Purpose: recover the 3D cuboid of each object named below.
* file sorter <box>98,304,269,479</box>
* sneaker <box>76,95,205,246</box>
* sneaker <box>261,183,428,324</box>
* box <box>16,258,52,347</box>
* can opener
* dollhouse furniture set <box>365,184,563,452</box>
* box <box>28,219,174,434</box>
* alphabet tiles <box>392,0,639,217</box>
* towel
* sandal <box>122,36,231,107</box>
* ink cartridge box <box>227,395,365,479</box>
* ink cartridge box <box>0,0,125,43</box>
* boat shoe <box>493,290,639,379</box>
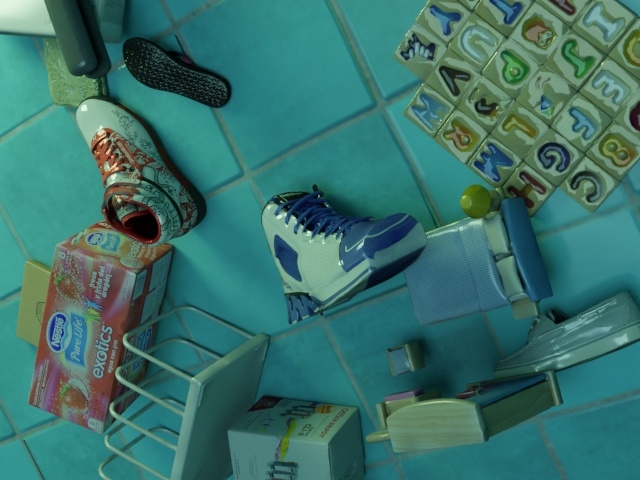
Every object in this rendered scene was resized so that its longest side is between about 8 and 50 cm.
[{"bbox_3d":[-0.229,0.270,1.464,0.173,0.193,0.277,24,116,20],"label":"file sorter"},{"bbox_3d":[-0.303,-0.107,1.388,0.270,0.145,0.090,48,119,-1],"label":"sneaker"},{"bbox_3d":[0.000,0.000,1.262,0.182,0.127,0.315,64,150,5],"label":"sneaker"},{"bbox_3d":[-0.455,0.145,1.626,0.201,0.021,0.164,24,116,16],"label":"box"},{"bbox_3d":[-0.358,-0.371,1.291,0.093,0.074,0.280,-17,87,22],"label":"can opener"},{"bbox_3d":[0.134,0.105,1.196,0.286,0.198,0.303,-19,82,41],"label":"dollhouse furniture set"},{"bbox_3d":[-0.358,0.138,1.483,0.142,0.154,0.300,20,112,9],"label":"box"},{"bbox_3d":[0.270,-0.204,1.170,0.342,0.011,0.285,40,119,8],"label":"alphabet tiles"},{"bbox_3d":[-0.396,-0.285,1.451,0.110,0.027,0.148,4,108,23],"label":"towel"},{"bbox_3d":[-0.217,-0.254,1.375,0.179,0.040,0.067,25,122,0],"label":"sandal"},{"bbox_3d":[-0.034,0.335,1.426,0.176,0.128,0.127,2,107,24],"label":"ink cartridge box"},{"bbox_3d":[-0.432,-0.446,1.393,0.296,0.066,0.261,10,96,22],"label":"ink cartridge box"},{"bbox_3d":[0.329,0.130,1.225,0.227,0.079,0.081,-28,71,34],"label":"boat shoe"}]
